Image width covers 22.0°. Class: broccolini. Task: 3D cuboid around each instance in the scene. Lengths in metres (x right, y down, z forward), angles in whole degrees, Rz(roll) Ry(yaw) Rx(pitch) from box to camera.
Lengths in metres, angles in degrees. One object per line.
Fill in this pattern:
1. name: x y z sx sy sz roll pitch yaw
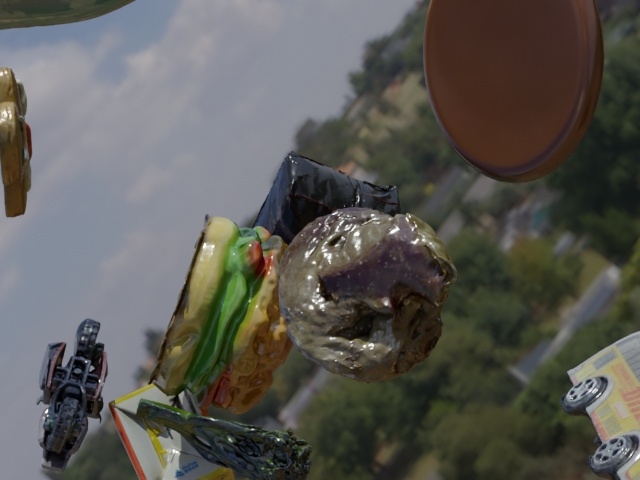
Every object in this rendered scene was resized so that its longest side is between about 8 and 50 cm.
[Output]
1. broccolini: -0.101 0.209 1.788 0.068 0.202 0.091 -47 -19 -44

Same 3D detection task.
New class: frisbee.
1. frisbee: 0.178 -0.179 1.581 0.021 0.251 0.251 -5 -30 -35

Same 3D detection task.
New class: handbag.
1. handbag: 0.000 0.000 2.181 0.155 0.169 0.215 -94 24 -44

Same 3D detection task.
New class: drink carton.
1. drink carton: -0.177 0.303 2.129 0.111 0.154 0.351 -24 -22 -9

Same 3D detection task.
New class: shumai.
1. shumai: 0.034 0.023 1.192 0.139 0.123 0.105 -99 18 -60

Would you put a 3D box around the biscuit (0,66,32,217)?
1. biscuit: -0.325 -0.106 1.752 0.240 0.035 0.158 -149 54 -77

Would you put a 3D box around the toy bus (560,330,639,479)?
1. toy bus: 0.261 0.151 1.265 0.106 0.092 0.268 -35 13 8

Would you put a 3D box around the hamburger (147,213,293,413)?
1. hamburger: -0.096 0.087 1.887 0.237 0.149 0.237 -161 90 -87

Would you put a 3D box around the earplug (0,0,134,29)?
1. earplug: -0.363 -0.344 2.064 0.185 0.324 0.185 173 90 -73

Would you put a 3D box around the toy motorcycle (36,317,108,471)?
1. toy motorcycle: -0.298 0.189 1.943 0.213 0.082 0.122 -83 6 -57
